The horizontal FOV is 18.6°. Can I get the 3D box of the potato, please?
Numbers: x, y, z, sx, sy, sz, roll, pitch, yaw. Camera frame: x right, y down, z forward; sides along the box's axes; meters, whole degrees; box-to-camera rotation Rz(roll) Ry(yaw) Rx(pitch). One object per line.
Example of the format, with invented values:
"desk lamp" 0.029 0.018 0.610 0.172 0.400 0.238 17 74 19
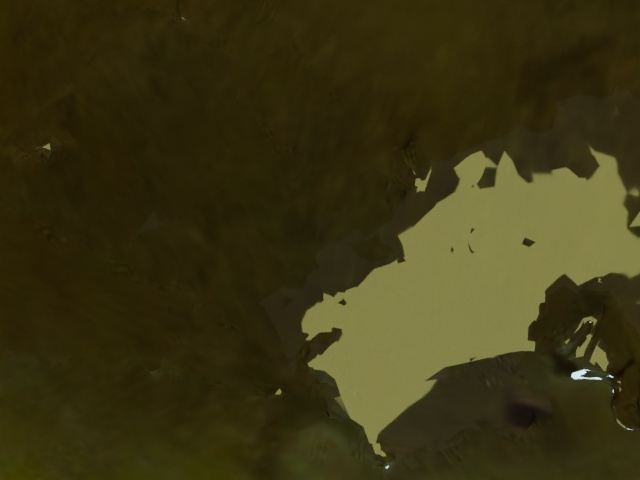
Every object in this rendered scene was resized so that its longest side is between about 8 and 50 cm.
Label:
"potato" 0.000 0.000 0.476 0.296 0.141 0.192 -9 105 21
